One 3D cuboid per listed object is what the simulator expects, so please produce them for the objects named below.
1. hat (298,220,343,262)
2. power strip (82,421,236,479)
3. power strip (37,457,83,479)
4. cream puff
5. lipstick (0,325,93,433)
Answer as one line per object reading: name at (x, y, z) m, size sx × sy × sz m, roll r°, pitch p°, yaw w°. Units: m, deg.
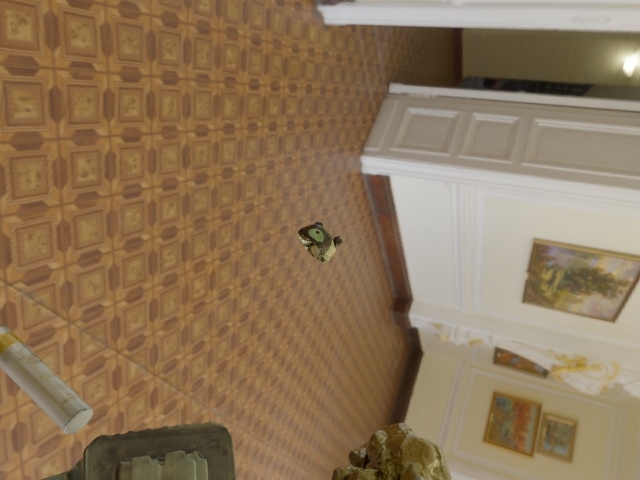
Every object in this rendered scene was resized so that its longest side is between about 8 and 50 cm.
hat at (0.000, 0.000, 1.022) m, size 0.059 × 0.077 × 0.076 m, roll -40°, pitch 133°, yaw -19°
power strip at (-0.201, 0.347, 0.676) m, size 0.064 × 0.199 × 0.213 m, roll 121°, pitch -39°, yaw -58°
power strip at (-0.467, 0.478, 1.029) m, size 0.265 × 0.059 × 0.193 m, roll 1°, pitch 143°, yaw -46°
cream puff at (0.140, 0.627, 1.293) m, size 0.378 × 0.276 × 0.378 m, roll -62°, pitch -171°, yaw 18°
lipstick at (-0.526, 0.253, 0.965) m, size 0.059 × 0.264 × 0.059 m, roll -46°, pitch 157°, yaw -26°
